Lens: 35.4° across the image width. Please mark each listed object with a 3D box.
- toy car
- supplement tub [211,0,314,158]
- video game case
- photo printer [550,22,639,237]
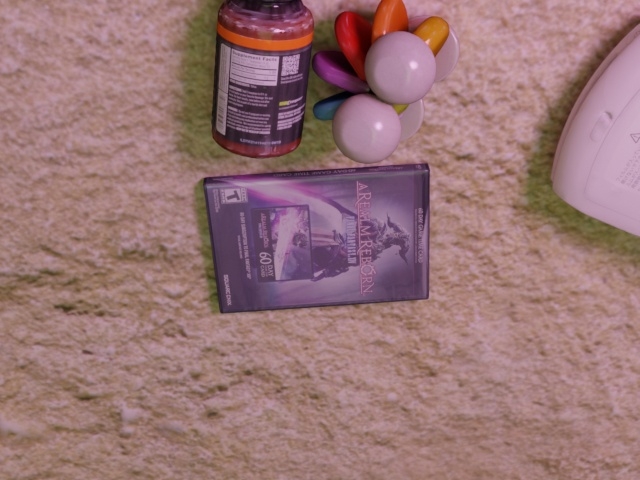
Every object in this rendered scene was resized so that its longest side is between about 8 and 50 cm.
[{"bbox_3d":[0.057,-0.180,1.089,0.136,0.159,0.182,33,118,7],"label":"toy car"},{"bbox_3d":[-0.062,-0.196,1.090,0.106,0.106,0.197,4,121,-6],"label":"supplement tub"},{"bbox_3d":[0.000,0.000,1.265,0.274,0.026,0.196,-3,123,0],"label":"video game case"},{"bbox_3d":[0.439,-0.106,1.155,0.308,0.107,0.256,21,121,-7],"label":"photo printer"}]
